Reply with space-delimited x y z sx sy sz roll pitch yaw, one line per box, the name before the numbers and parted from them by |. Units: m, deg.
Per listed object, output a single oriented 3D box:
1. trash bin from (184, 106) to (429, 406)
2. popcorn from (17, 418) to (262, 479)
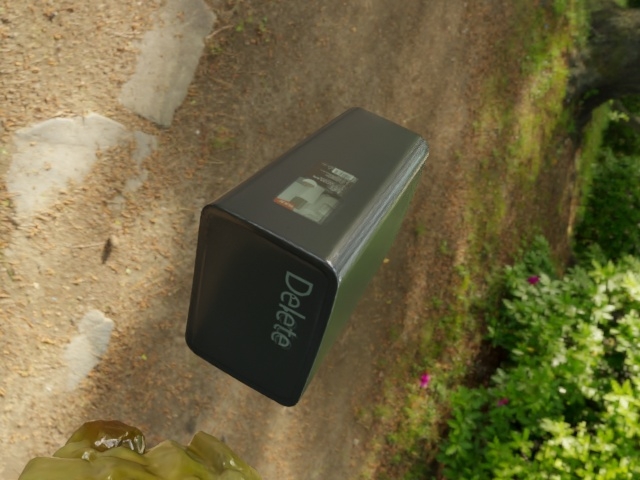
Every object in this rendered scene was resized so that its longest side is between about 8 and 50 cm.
trash bin | 0.000 0.000 0.571 0.225 0.115 0.165 -47 159 -47
popcorn | -0.147 0.279 0.499 0.225 0.332 0.265 -39 115 17
